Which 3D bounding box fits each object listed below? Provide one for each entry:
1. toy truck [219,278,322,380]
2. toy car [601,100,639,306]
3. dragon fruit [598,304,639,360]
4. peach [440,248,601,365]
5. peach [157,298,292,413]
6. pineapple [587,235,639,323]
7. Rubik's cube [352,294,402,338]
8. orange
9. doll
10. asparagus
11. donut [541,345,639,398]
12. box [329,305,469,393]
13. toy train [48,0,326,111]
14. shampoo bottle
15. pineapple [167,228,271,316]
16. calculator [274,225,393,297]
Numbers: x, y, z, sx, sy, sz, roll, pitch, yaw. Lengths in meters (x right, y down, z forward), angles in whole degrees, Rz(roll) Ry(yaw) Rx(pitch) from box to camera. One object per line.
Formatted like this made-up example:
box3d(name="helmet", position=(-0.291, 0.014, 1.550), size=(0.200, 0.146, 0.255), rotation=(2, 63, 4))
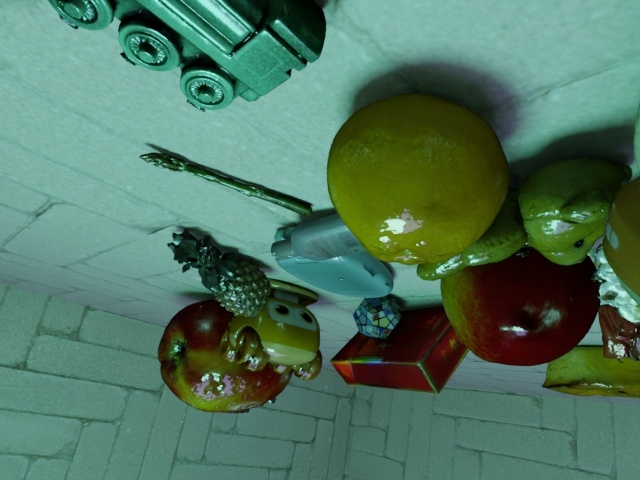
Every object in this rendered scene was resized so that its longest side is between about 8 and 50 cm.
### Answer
box3d(name="toy truck", position=(-0.120, 0.219, 1.098), size=(0.205, 0.211, 0.288), rotation=(20, 161, -26))
box3d(name="toy car", position=(0.283, -0.054, 0.249), size=(0.236, 0.145, 0.234), rotation=(-3, 122, -5))
box3d(name="dragon fruit", position=(0.607, 0.173, 0.780), size=(0.193, 0.092, 0.122), rotation=(-5, 155, 36))
box3d(name="peach", position=(0.240, 0.064, 0.540), size=(0.198, 0.197, 0.197), rotation=(9, 160, 3))
box3d(name="peach", position=(-0.270, 0.364, 1.376), size=(0.353, 0.338, 0.417), rotation=(-8, 158, 42))
box3d(name="pineapple", position=(0.375, 0.011, 0.445), size=(0.176, 0.161, 0.137), rotation=(-10, -171, 37))
box3d(name="Rubik's cube", position=(0.129, 0.170, 1.008), size=(0.093, 0.111, 0.111), rotation=(-7, 172, -34))
box3d(name="orange", position=(0.080, -0.047, 0.391), size=(0.159, 0.136, 0.159), rotation=(7, 162, 2))
box3d(name="doll", position=(0.195, -0.007, 0.443), size=(0.210, 0.137, 0.097), rotation=(-29, 96, 44))
box3d(name="asparagus", position=(-0.116, -0.073, 0.583), size=(0.233, 0.022, 0.023), rotation=(17, -157, -23))
box3d(name="donut", position=(0.746, 0.349, 1.167), size=(0.304, 0.110, 0.303), rotation=(7, 159, 3))
box3d(name="box", position=(0.187, 0.248, 1.034), size=(0.089, 0.197, 0.313), rotation=(56, 146, -8))
box3d(name="toy train", position=(-0.087, -0.157, 0.284), size=(0.111, 0.071, 0.171), rotation=(-20, 144, 38))
box3d(name="shampoo bottle", position=(0.000, 0.000, 0.657), size=(0.165, 0.040, 0.080), rotation=(-14, 140, 31))
box3d(name="pineapple", position=(-0.201, 0.061, 0.877), size=(0.125, 0.125, 0.251), rotation=(-2, 151, 29))
box3d(name="calculator", position=(0.023, 0.050, 0.812), size=(0.186, 0.041, 0.299), rotation=(-4, 155, 33))
